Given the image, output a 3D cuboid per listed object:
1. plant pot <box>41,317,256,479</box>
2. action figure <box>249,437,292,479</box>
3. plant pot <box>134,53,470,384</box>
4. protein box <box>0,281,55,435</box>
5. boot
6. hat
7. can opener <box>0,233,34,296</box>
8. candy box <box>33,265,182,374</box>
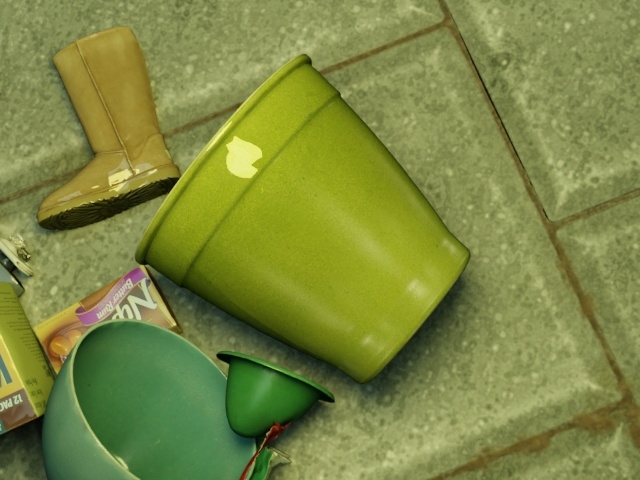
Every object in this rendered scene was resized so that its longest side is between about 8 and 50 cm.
[{"bbox_3d":[-0.260,0.278,1.638,0.195,0.290,0.290,-46,72,29],"label":"plant pot"},{"bbox_3d":[-0.114,0.390,1.661,0.063,0.137,0.232,29,87,0],"label":"action figure"},{"bbox_3d":[0.000,0.000,1.653,0.353,0.366,0.366,40,81,3],"label":"plant pot"},{"bbox_3d":[-0.471,0.174,1.680,0.136,0.200,0.201,-25,88,-2],"label":"protein box"},{"bbox_3d":[-0.354,-0.169,1.851,0.236,0.089,0.269,-20,73,-12],"label":"boot"},{"bbox_3d":[-0.095,0.261,1.636,0.173,0.208,0.183,13,74,29],"label":"hat"},{"bbox_3d":[-0.533,-0.032,1.829,0.093,0.074,0.280,-41,75,-6],"label":"can opener"},{"bbox_3d":[-0.310,0.130,1.775,0.187,0.053,0.109,-30,74,-2],"label":"candy box"}]
